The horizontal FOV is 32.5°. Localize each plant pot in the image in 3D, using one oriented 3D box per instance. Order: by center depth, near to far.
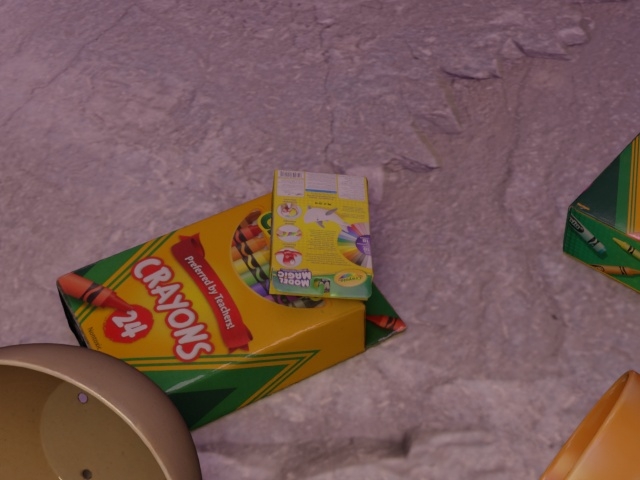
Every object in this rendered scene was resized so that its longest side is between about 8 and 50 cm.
[{"bbox_3d":[0.278,0.246,0.916,0.188,0.205,0.205,36,57,12],"label":"plant pot"},{"bbox_3d":[-0.218,0.205,0.947,0.284,0.284,0.191,8,15,11],"label":"plant pot"}]

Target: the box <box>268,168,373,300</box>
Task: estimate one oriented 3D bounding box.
[{"bbox_3d":[0.000,0.000,1.138,0.105,0.043,0.179,5,41,-4],"label":"box"}]

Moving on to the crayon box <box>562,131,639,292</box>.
[{"bbox_3d":[0.428,0.003,1.192,0.278,0.081,0.165,31,56,28],"label":"crayon box"}]

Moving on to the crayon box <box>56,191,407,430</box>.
[{"bbox_3d":[-0.093,0.068,1.163,0.319,0.081,0.202,-23,50,-18],"label":"crayon box"}]
